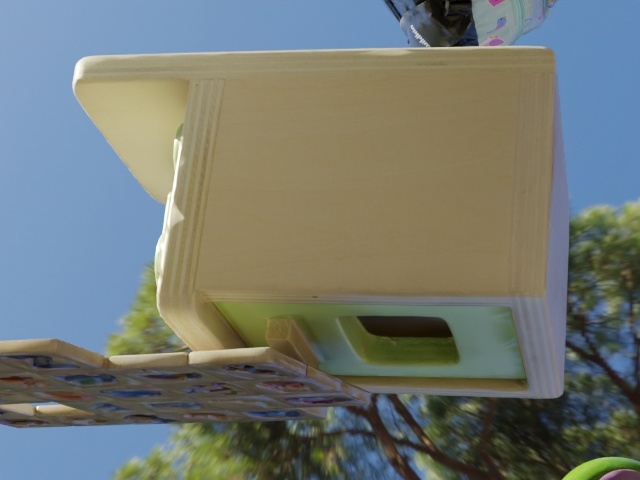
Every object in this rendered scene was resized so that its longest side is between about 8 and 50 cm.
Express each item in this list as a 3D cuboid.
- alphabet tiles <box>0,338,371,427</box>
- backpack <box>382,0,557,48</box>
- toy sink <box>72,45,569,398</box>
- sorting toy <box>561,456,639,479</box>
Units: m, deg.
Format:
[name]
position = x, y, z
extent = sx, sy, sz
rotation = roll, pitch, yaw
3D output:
[alphabet tiles]
position = -0.106, 0.071, 0.655
extent = 0.237, 0.198, 0.009
rotation = -5, -107, 22
[backpack]
position = 0.083, -0.173, 0.807
extent = 0.115, 0.182, 0.152
rotation = -34, -115, 2
[toy sink]
position = 0.000, 0.000, 0.662
extent = 0.234, 0.153, 0.131
rotation = 1, -113, 13
[sorting toy]
position = 0.132, 0.094, 0.471
extent = 0.102, 0.042, 0.061
rotation = 10, -120, 7
